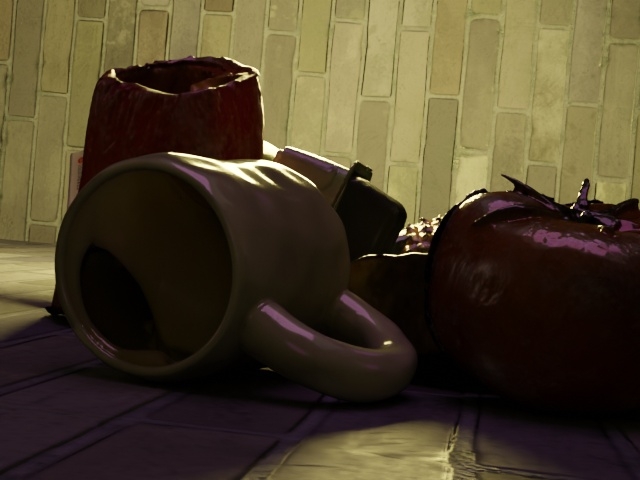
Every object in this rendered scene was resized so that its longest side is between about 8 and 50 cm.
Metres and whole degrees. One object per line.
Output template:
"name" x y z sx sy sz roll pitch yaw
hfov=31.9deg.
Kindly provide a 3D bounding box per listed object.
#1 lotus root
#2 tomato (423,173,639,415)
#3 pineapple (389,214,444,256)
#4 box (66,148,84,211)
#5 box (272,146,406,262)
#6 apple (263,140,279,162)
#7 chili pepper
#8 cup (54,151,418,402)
"lotus root" 0.143 0.061 1.099 0.390 0.111 0.375 -3 -2 -14
"tomato" 0.204 0.047 0.842 0.214 0.181 0.155 0 7 -22
"pineapple" 0.081 0.048 1.703 0.364 0.166 0.165 -6 6 -31
"box" -0.238 -0.055 1.541 0.214 0.069 0.353 -17 29 -1
"box" 0.000 0.000 1.414 0.166 0.221 0.290 27 4 6
"apple" -0.150 -0.046 1.775 0.262 0.262 0.262 5 1 0
"chili pepper" -0.175 -0.054 1.205 0.229 0.306 0.251 2 5 -14
"cup" -0.046 0.023 0.866 0.255 0.173 0.202 5 2 26
